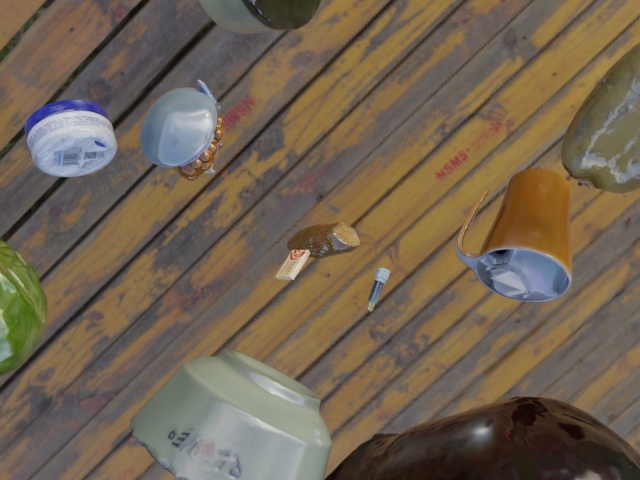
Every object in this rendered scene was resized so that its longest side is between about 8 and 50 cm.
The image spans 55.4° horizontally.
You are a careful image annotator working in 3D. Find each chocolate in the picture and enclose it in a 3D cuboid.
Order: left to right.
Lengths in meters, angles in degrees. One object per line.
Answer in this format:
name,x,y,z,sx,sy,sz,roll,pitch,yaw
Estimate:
chocolate,-0.192,-0.715,1.609,0.314,0.297,0.325,-47,137,-37
chocolate,0.223,0.356,0.692,0.384,0.383,0.331,16,141,-21

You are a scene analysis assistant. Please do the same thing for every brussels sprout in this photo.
brussels sprout,-0.327,0.056,0.577,0.118,0.155,0.155,-18,117,-19

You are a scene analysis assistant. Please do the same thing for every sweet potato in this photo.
sweet potato,0.000,0.000,1.621,0.097,0.252,0.097,4,84,-42

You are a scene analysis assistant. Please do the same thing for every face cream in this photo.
face cream,-0.620,-0.248,1.526,0.206,0.111,0.206,-22,161,-8

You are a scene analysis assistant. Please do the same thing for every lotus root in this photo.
lotus root,0.512,-0.211,0.946,0.169,0.151,0.342,33,137,8

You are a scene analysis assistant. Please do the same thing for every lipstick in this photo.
lipstick,0.145,0.128,1.572,0.037,0.037,0.116,26,80,-24

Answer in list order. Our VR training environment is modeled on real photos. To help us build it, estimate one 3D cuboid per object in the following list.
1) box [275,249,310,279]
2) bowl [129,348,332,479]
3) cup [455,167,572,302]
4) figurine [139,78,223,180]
box,-0.070,0.061,1.556,0.015,0.058,0.093,53,53,-32
bowl,-0.074,0.187,0.632,0.211,0.211,0.112,33,81,-25
cup,0.403,-0.017,1.238,0.226,0.263,0.182,15,147,12
figurine,-0.357,-0.248,1.600,0.205,0.382,0.224,12,76,-7
